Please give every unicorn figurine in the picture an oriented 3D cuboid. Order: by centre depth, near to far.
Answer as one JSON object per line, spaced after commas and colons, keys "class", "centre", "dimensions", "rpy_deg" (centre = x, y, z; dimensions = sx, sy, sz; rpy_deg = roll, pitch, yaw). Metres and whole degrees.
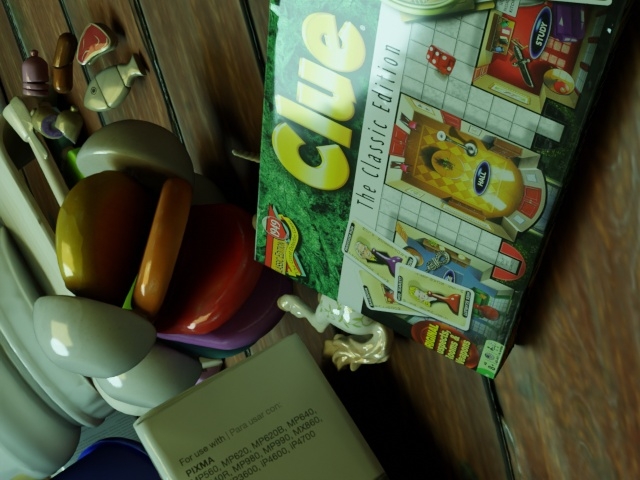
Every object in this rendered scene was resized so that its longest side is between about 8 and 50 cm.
{"class": "unicorn figurine", "centre": [0.000, 0.000, 0.684], "dimensions": [0.162, 0.060, 0.111], "rpy_deg": [53, 159, -16]}

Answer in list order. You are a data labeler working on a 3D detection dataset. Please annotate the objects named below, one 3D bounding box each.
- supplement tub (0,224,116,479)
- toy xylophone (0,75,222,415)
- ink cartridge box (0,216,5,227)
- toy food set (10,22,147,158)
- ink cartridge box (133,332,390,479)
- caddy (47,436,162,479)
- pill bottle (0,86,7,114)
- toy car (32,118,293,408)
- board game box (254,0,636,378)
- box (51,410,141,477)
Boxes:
{"class": "supplement tub", "centre": [-0.376, 0.159, 1.151], "dimensions": [0.241, 0.331, 0.241], "rpy_deg": [57, 180, 0]}
{"class": "toy xylophone", "centre": [-0.192, 0.005, 1.047], "dimensions": [0.323, 0.081, 0.236], "rpy_deg": [61, 157, 8]}
{"class": "ink cartridge box", "centre": [-0.427, 0.101, 1.395], "dimensions": [0.117, 0.278, 0.201], "rpy_deg": [48, 153, 27]}
{"class": "toy food set", "centre": [-0.187, -0.116, 0.907], "dimensions": [0.122, 0.019, 0.078], "rpy_deg": [-39, 76, 29]}
{"class": "ink cartridge box", "centre": [0.006, 0.216, 0.763], "dimensions": [0.273, 0.114, 0.197], "rpy_deg": [56, 168, 16]}
{"class": "caddy", "centre": [-0.152, 0.341, 1.180], "dimensions": [0.341, 0.179, 0.241], "rpy_deg": [33, 130, 29]}
{"class": "pill bottle", "centre": [-0.475, -0.121, 1.273], "dimensions": [0.152, 0.272, 0.152], "rpy_deg": [46, 150, 36]}
{"class": "toy car", "centre": [-0.087, 0.020, 0.782], "dimensions": [0.136, 0.159, 0.182], "rpy_deg": [5, 160, 17]}
{"class": "board game box", "centre": [0.040, -0.049, 0.506], "dimensions": [0.136, 0.030, 0.260], "rpy_deg": [28, 144, 16]}
{"class": "box", "centre": [-0.257, 0.229, 1.388], "dimensions": [0.087, 0.102, 0.101], "rpy_deg": [67, 156, -1]}
